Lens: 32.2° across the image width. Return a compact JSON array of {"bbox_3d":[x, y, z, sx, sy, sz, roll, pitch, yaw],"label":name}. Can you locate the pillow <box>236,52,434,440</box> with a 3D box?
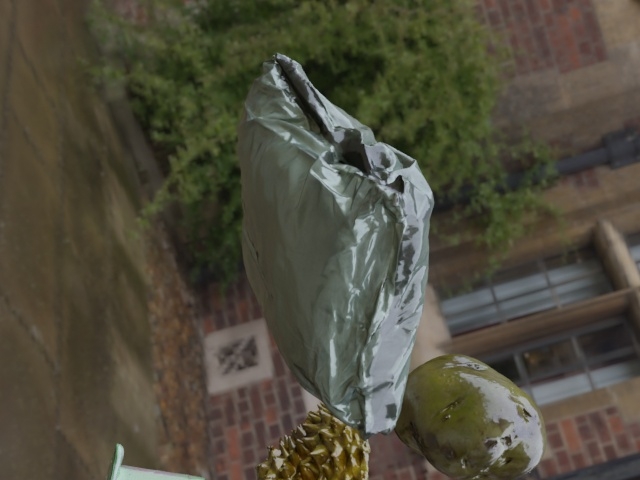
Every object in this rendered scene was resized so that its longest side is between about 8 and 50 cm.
[{"bbox_3d":[0.000,0.000,1.089,0.283,0.138,0.309,50,-34,44],"label":"pillow"}]

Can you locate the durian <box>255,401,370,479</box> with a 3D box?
[{"bbox_3d":[0.014,0.352,1.760,0.186,0.196,0.305,32,41,-23],"label":"durian"}]

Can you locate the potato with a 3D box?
[{"bbox_3d":[0.179,0.218,1.348,0.155,0.137,0.200,32,0,-29],"label":"potato"}]

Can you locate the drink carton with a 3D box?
[{"bbox_3d":[-0.246,0.390,1.598,0.144,0.142,0.146,120,-22,-54],"label":"drink carton"}]
